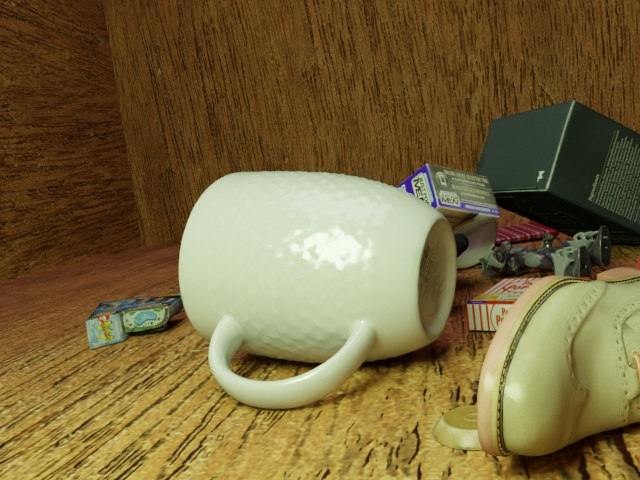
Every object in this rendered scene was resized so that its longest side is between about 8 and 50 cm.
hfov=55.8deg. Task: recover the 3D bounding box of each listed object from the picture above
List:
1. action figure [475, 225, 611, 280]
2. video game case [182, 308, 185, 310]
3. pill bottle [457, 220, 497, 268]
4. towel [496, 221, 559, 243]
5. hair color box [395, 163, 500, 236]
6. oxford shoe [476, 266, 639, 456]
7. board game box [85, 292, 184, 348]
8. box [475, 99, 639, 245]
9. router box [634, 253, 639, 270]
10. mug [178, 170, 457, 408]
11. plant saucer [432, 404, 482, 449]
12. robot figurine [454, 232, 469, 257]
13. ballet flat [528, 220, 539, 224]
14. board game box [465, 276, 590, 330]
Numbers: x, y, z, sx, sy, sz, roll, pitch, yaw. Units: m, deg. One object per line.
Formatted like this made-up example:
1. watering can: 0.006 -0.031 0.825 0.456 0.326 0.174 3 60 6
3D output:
1. action figure: 0.448 0.033 1.253 0.185 0.099 0.285 -17 6 -30
2. video game case: -0.348 0.159 1.472 0.087 0.011 0.122 -4 6 26
3. pill bottle: 0.336 -0.036 1.618 0.187 0.188 0.334 -8 5 0
4. towel: 0.572 -0.013 1.872 0.274 0.031 0.199 -10 8 0
5. hair color box: 0.206 -0.032 1.354 0.185 0.110 0.339 6 -29 -33
6. oxford shoe: 0.292 0.103 0.566 0.396 0.141 0.146 -15 16 -40
7. board game box: -0.390 0.164 1.241 0.194 0.060 0.194 -7 7 3
8. box: 0.623 -0.146 1.458 0.395 0.212 0.293 19 -3 -20
9. router box: 0.631 0.000 0.842 0.301 0.082 0.335 -3 27 39
10. mug: -0.007 0.070 0.834 0.327 0.276 0.374 4 41 29
11. plant saucer: 0.150 0.178 0.587 0.083 0.015 0.083 -7 6 1
12. robot figurine: 0.150 0.049 1.127 0.173 0.209 0.278 31 19 17
13. ballet flat: 0.825 -0.101 1.925 0.116 0.124 0.342 -12 7 -40
14. board game box: 0.336 0.100 0.966 0.146 0.045 0.193 -4 7 35
